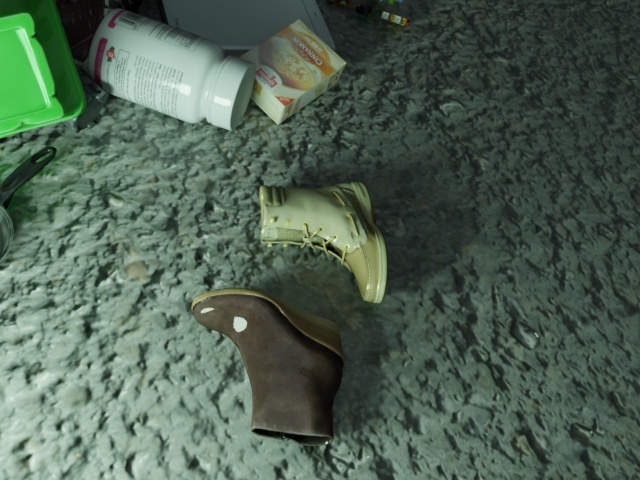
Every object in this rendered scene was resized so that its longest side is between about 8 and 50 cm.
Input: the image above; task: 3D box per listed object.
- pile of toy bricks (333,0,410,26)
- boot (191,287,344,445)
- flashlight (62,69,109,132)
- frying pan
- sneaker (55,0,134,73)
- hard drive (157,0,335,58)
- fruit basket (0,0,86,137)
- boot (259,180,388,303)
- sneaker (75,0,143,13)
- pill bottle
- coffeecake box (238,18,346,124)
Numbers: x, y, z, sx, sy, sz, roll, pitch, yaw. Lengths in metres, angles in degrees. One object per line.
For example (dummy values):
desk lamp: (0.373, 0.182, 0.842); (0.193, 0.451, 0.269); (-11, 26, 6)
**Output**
pile of toy bricks: (0.128, -0.584, 1.824); (0.212, 0.118, 0.105); (24, 17, 17)
boot: (-0.085, 0.183, 1.135); (0.248, 0.090, 0.207); (14, 47, -7)
flashlight: (-0.540, -0.314, 1.435); (0.304, 0.103, 0.103); (40, 49, 13)
frying pan: (-0.572, -0.048, 1.231); (0.197, 0.053, 0.326); (12, 48, -4)
sneaker: (-0.463, -0.477, 1.506); (0.162, 0.106, 0.282); (18, 82, -1)
hard drive: (-0.166, -0.481, 1.691); (0.352, 0.047, 0.233); (-6, 53, -18)
fruit basket: (-0.609, -0.304, 1.286); (0.391, 0.283, 0.392); (-9, 25, 4)
boot: (0.000, 0.000, 1.304); (0.203, 0.095, 0.262); (-1, 50, -15)
sneaker: (-0.414, -0.506, 1.628); (0.090, 0.081, 0.232); (40, 64, 13)
pill bottle: (-0.278, -0.318, 1.454); (0.282, 0.160, 0.160); (21, 49, 3)
coffeecake box: (-0.065, -0.345, 1.562); (0.142, 0.068, 0.185); (45, 62, 9)
